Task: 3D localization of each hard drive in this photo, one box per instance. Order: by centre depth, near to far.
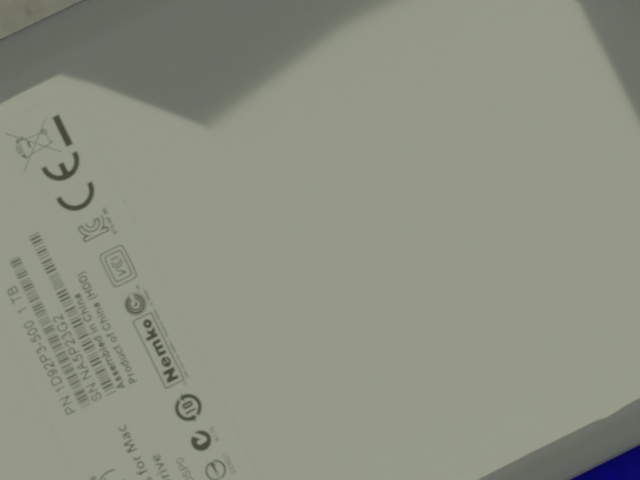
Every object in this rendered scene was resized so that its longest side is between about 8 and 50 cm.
[{"bbox_3d":[0.000,0.000,0.614,0.307,0.040,0.203,-26,82,-4],"label":"hard drive"}]
